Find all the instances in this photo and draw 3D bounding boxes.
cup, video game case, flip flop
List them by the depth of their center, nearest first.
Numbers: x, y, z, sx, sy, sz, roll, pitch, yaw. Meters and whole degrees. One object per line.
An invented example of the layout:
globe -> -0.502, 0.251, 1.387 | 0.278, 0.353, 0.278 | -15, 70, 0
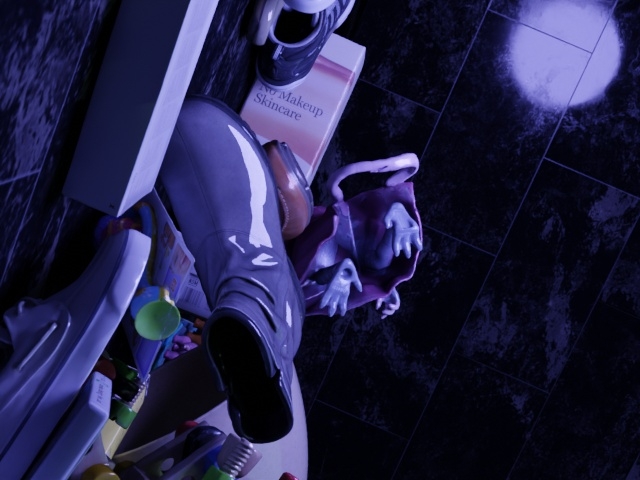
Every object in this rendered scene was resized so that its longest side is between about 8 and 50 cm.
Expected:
video game case -> -0.240, 0.210, 0.840 | 0.212, 0.023, 0.193 | -56, -171, -6
flip flop -> -0.019, -0.380, 1.420 | 0.112, 0.080, 0.277 | 109, 5, -68
cup -> -0.148, 0.309, 1.457 | 0.331, 0.237, 0.331 | -26, -168, 6

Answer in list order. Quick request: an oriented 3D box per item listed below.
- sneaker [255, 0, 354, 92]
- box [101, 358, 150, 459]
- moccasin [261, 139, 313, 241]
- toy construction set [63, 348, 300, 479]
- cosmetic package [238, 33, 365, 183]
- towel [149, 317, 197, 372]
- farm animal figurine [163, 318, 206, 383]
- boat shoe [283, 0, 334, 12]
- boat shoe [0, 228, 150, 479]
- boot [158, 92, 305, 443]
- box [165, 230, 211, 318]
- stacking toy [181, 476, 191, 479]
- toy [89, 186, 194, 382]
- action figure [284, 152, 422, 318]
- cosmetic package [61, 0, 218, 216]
sneaker -> -0.011, -0.359, 1.546 | 0.268, 0.101, 0.153 | -63, 180, -11
box -> -0.299, 0.252, 1.266 | 0.058, 0.087, 0.232 | 108, 7, -48
moccasin -> -0.119, -0.044, 1.463 | 0.147, 0.139, 0.380 | -25, -178, -23
toy construction set -> -0.206, 0.262, 1.038 | 0.237, 0.309, 0.257 | -55, 149, -14
cosmetic package -> -0.052, -0.198, 1.681 | 0.129, 0.153, 0.296 | 107, 5, -84
towel -> -0.326, 0.308, 1.866 | 0.271, 0.040, 0.370 | 92, 22, -83
farm animal figurine -> -0.215, 0.309, 1.802 | 0.330, 0.172, 0.326 | -59, 173, -65
boat shoe -> 0.018, -0.444, 1.335 | 0.102, 0.108, 0.301 | 107, 4, -75
boat shoe -> -0.242, 0.092, 0.881 | 0.267, 0.088, 0.096 | -60, -166, -15
boot -> -0.090, 0.025, 1.063 | 0.222, 0.118, 0.338 | -88, 155, -63
box -> -0.166, 0.055, 1.369 | 0.290, 0.169, 0.087 | 90, 22, -82
stacking toy -> -0.262, 0.373, 1.145 | 0.330, 0.141, 0.141 | -20, 155, -23
toy -> -0.198, 0.021, 1.030 | 0.237, 0.056, 0.137 | 48, -60, 53
action figure -> 0.000, 0.000, 1.578 | 0.370, 0.248, 0.275 | -150, -125, -73
cosmetic package -> -0.151, -0.147, 0.892 | 0.099, 0.060, 0.239 | -67, 179, -71
